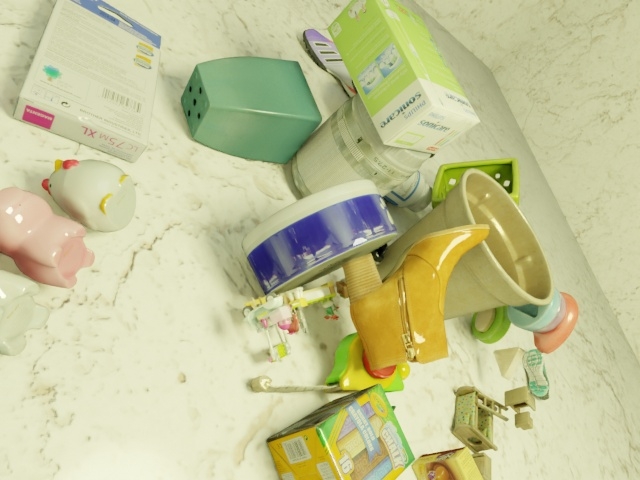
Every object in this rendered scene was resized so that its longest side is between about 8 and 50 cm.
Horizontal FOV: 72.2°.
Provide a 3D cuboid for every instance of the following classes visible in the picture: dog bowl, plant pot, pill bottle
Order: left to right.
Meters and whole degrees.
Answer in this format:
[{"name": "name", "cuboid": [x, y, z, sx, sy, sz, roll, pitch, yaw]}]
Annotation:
[{"name": "plant pot", "cuboid": [-0.156, -0.279, 0.923, 0.234, 0.165, 0.165, -5, 66, -39]}, {"name": "dog bowl", "cuboid": [0.000, 0.000, 0.788, 0.265, 0.265, 0.104, -14, 76, -50]}, {"name": "pill bottle", "cuboid": [0.217, -0.170, 1.258, 0.221, 0.124, 0.124, 30, 44, -29]}, {"name": "plant pot", "cuboid": [0.315, 0.050, 1.049, 0.334, 0.305, 0.333, 27, 46, -32]}, {"name": "plant pot", "cuboid": [0.460, -0.094, 1.284, 0.228, 0.227, 0.207, -62, 142, -47]}]

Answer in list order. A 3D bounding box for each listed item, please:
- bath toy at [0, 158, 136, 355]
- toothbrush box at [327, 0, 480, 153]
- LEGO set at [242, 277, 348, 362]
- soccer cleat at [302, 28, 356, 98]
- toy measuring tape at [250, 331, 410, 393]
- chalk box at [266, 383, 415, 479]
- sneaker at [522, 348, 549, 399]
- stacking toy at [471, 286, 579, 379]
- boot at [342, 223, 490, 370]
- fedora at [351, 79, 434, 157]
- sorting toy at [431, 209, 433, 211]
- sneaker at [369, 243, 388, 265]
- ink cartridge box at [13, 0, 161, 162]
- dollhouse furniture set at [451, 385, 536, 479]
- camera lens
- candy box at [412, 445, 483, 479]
[{"name": "bath toy", "cuboid": [-0.365, 0.006, 0.523, 0.129, 0.151, 0.348, 14, 42, 6]}, {"name": "toothbrush box", "cuboid": [0.166, -0.330, 0.876, 0.206, 0.122, 0.283, -6, 66, -49]}, {"name": "LEGO set", "cuboid": [-0.025, 0.139, 0.783, 0.287, 0.132, 0.107, -4, 74, -55]}, {"name": "soccer cleat", "cuboid": [0.080, -0.576, 1.421, 0.318, 0.116, 0.108, 43, 39, -15]}, {"name": "toy measuring tape", "cuboid": [0.032, 0.216, 0.796, 0.330, 0.121, 0.121, 11, 54, -30]}, {"name": "chalk box", "cuboid": [0.048, 0.326, 0.704, 0.213, 0.132, 0.132, -9, 69, -48]}, {"name": "sneaker", "cuboid": [0.675, 0.419, 1.365, 0.076, 0.065, 0.166, 52, 38, -31]}, {"name": "stacking toy", "cuboid": [0.476, 0.170, 1.140, 0.130, 0.279, 0.309, 28, 21, -15]}, {"name": "boot", "cuboid": [0.196, 0.102, 0.785, 0.295, 0.104, 0.211, -18, 80, -6]}, {"name": "fedora", "cuboid": [0.192, -0.341, 1.327, 0.334, 0.152, 0.334, 26, 39, -24]}, {"name": "sorting toy", "cuboid": [0.412, -0.036, 1.425, 0.132, 0.046, 0.274, 48, 38, -9]}, {"name": "sneaker", "cuboid": [0.130, 0.003, 1.076, 0.063, 0.075, 0.170, 35, 42, -24]}, {"name": "ink cartridge box", "cuboid": [-0.387, -0.298, 0.769, 0.186, 0.065, 0.311, 20, 52, -36]}, {"name": "dollhouse furniture set", "cuboid": [0.379, 0.411, 0.964, 0.101, 0.161, 0.182, 44, 38, -14]}, {"name": "camera lens", "cuboid": [0.084, -0.191, 1.010, 0.219, 0.274, 0.219, 27, 45, -31]}, {"name": "candy box", "cuboid": [0.265, 0.496, 0.824, 0.053, 0.109, 0.186, -7, 69, -48]}]
